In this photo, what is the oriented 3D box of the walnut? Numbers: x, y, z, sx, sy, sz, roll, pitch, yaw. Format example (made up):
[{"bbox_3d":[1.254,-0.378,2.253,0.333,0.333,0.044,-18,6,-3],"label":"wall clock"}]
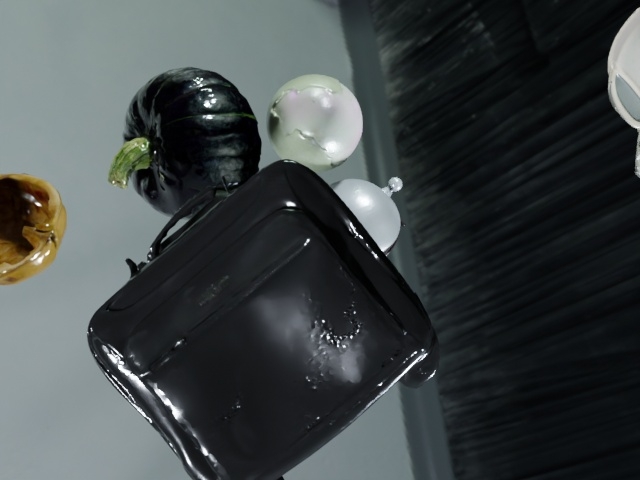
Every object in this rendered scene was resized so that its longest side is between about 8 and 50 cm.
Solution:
[{"bbox_3d":[-0.434,-0.008,1.217,0.167,0.211,0.087,-58,151,-22],"label":"walnut"}]

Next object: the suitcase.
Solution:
[{"bbox_3d":[-0.070,0.103,1.048,0.339,0.345,0.188,50,5,3],"label":"suitcase"}]

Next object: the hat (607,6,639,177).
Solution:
[{"bbox_3d":[0.468,-0.206,1.088,0.226,0.219,0.164,62,32,-6],"label":"hat"}]

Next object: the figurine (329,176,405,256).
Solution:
[{"bbox_3d":[0.000,0.000,1.634,0.370,0.167,0.281,-26,52,-18],"label":"figurine"}]

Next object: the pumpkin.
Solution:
[{"bbox_3d":[-0.268,-0.177,1.614,0.296,0.296,0.296,19,55,-31],"label":"pumpkin"}]

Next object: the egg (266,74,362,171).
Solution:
[{"bbox_3d":[-0.011,-0.213,1.613,0.183,0.183,0.217,37,20,-18],"label":"egg"}]
